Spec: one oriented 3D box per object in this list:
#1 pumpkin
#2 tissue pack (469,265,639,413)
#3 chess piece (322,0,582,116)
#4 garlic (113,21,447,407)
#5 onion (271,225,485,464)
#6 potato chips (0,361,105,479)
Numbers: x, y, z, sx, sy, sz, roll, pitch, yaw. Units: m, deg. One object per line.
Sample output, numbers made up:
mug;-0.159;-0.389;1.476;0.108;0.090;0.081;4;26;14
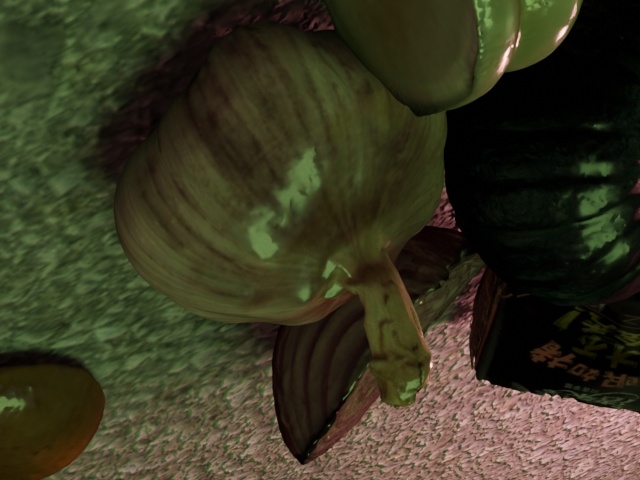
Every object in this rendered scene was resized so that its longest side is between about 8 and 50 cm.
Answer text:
pumpkin;0.224;-0.071;0.952;0.248;0.248;0.248;-23;149;-15
tissue pack;0.275;0.055;1.228;0.245;0.123;0.332;12;153;6
chess piece;0.169;-0.223;0.793;0.330;0.182;0.182;-27;150;-20
garlic;0.000;0.000;0.877;0.245;0.253;0.245;-27;158;-12
onion;0.038;0.072;1.166;0.250;0.111;0.247;-54;169;11
potato chips;-0.251;0.163;1.080;0.150;0.049;0.201;-20;154;-10
